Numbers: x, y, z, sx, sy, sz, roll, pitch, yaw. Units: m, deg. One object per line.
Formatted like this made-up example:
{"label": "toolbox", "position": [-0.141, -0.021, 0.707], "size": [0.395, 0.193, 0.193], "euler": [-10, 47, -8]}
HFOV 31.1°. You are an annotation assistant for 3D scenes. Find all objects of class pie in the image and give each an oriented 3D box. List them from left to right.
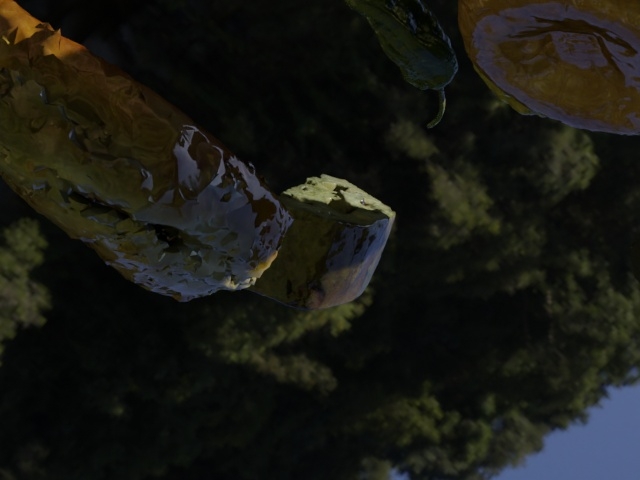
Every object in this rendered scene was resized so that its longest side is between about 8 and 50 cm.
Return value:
{"label": "pie", "position": [-0.137, -0.055, 0.627], "size": [0.085, 0.308, 0.308], "euler": [-56, -157, -4]}

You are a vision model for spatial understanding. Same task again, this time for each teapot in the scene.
{"label": "teapot", "position": [0.222, -0.188, 0.836], "size": [0.311, 0.203, 0.167], "euler": [11, -115, 37]}

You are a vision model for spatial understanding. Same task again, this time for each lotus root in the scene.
{"label": "lotus root", "position": [0.000, 0.000, 1.320], "size": [0.235, 0.138, 0.119], "euler": [-22, 131, -66]}

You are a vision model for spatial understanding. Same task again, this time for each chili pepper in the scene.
{"label": "chili pepper", "position": [0.108, -0.214, 1.263], "size": [0.073, 0.204, 0.072], "euler": [13, -117, 51]}

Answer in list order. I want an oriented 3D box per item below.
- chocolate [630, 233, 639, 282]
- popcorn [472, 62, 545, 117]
{"label": "chocolate", "position": [0.448, 0.003, 1.404], "size": [0.080, 0.125, 0.148], "euler": [-35, -169, -22]}
{"label": "popcorn", "position": [0.277, -0.253, 1.214], "size": [0.251, 0.206, 0.237], "euler": [-55, 172, -51]}
